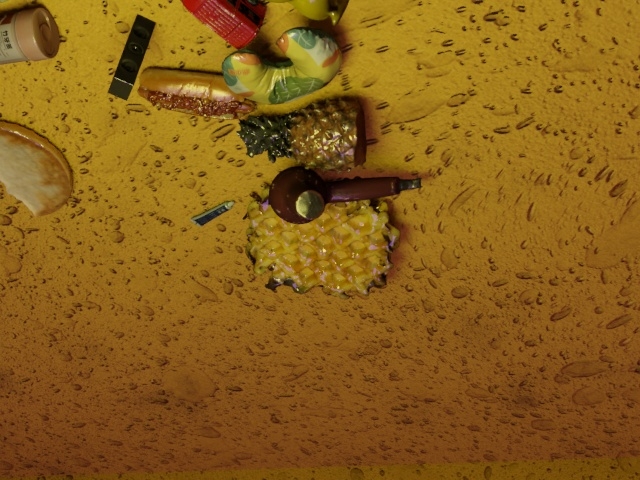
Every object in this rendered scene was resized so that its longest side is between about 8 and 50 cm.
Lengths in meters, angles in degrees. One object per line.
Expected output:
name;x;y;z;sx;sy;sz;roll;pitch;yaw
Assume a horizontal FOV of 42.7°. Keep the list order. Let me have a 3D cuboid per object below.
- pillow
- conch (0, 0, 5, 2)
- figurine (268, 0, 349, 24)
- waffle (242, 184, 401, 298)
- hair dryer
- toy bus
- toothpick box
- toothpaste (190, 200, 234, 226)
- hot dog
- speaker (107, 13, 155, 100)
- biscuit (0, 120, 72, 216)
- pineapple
pillow;-0.073;-0.335;1.567;0.233;0.086;0.214;-14;162;23
conch;-0.379;-0.503;1.317;0.386;0.169;0.203;-36;117;-16
figurine;-0.086;-0.497;1.355;0.327;0.169;0.218;14;124;-14
waffle;0.000;0.000;1.993;0.382;0.095;0.379;7;139;2
hair dryer;0.069;-0.102;1.718;0.340;0.312;0.123;-7;99;-12
toy bus;-0.196;-0.440;1.489;0.195;0.089;0.081;35;132;-30
toothpick box;-0.598;-0.392;1.588;0.149;0.098;0.098;-5;139;14
toothpaste;-0.260;-0.067;1.996;0.140;0.021;0.037;-25;132;34
hot dog;-0.251;-0.297;1.679;0.249;0.076;0.102;9;137;-2
speaker;-0.354;-0.346;1.542;0.040;0.191;0.046;21;139;-18
biscuit;-0.690;-0.180;1.897;0.205;0.040;0.309;-15;136;24
pineapple;-0.046;-0.219;1.695;0.279;0.157;0.158;1;140;11
